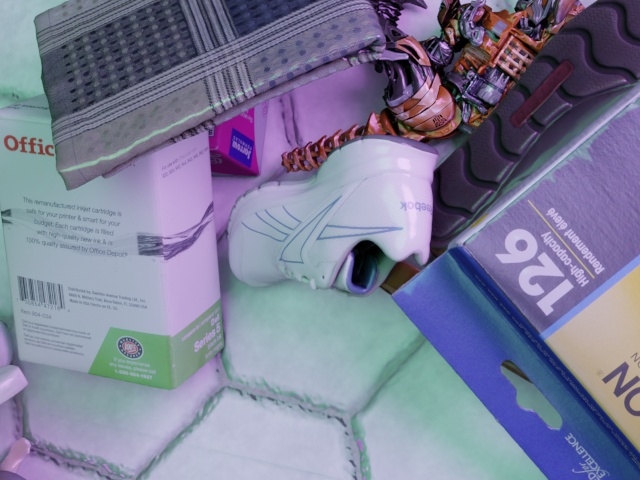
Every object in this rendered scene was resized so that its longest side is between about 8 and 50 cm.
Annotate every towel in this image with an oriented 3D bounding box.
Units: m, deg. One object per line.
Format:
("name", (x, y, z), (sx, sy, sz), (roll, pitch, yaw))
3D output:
("towel", (-0.116, -0.191, 1.302), (0.324, 0.056, 0.312), (-23, 40, 2))

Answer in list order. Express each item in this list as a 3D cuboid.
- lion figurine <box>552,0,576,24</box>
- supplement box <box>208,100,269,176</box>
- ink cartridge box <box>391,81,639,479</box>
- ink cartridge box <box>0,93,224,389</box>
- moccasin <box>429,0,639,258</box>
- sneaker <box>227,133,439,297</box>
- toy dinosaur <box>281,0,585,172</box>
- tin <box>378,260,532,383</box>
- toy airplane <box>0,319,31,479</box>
("lion figurine", (0.308, -0.402, 1.328), (0.240, 0.142, 0.392), (-4, 82, -7))
("supplement box", (-0.123, -0.187, 1.474), (0.113, 0.111, 0.220), (2, 79, 23))
("ink cartridge box", (0.269, 0.068, 1.178), (0.307, 0.072, 0.304), (-41, 90, 10))
("ink cartridge box", (-0.215, -0.005, 1.400), (0.198, 0.115, 0.273), (9, 114, 24))
("moccasin", (0.258, -0.103, 1.288), (0.380, 0.147, 0.139), (-49, 45, 10))
("sneaker", (0.000, 0.000, 1.324), (0.297, 0.111, 0.129), (-29, 58, 51))
("toy dinosaur", (0.099, -0.174, 1.367), (0.322, 0.164, 0.218), (-31, 83, -10))
("tin", (0.135, 0.075, 1.308), (0.189, 0.106, 0.040), (32, 83, 25))
("toy airplane", (-0.408, 0.153, 1.385), (0.384, 0.272, 0.386), (31, 134, 18))
